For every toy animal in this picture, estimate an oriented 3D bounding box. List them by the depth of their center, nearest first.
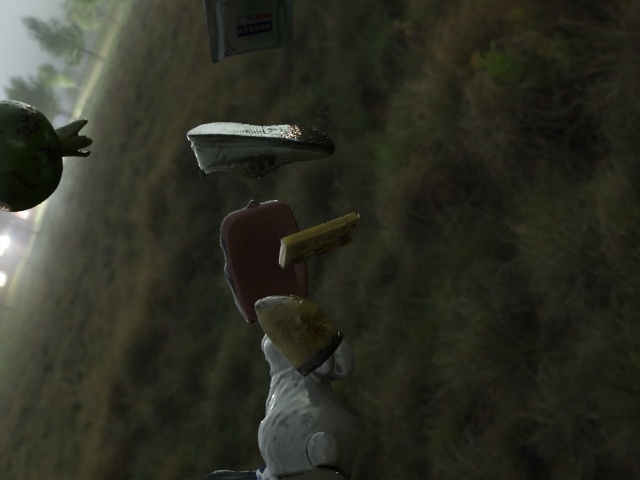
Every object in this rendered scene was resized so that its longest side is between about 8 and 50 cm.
[{"bbox_3d":[-0.027,0.307,1.850,0.258,0.194,0.357,-37,49,48],"label":"toy animal"}]

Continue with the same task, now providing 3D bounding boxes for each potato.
[{"bbox_3d":[-0.029,0.104,1.198,0.066,0.103,0.096,-41,12,16],"label":"potato"}]

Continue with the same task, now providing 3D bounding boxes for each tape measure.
[{"bbox_3d":[-0.124,0.589,2.282,0.215,0.351,0.098,-15,-72,-84],"label":"tape measure"}]

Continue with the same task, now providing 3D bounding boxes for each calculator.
[{"bbox_3d":[-0.141,0.051,2.422,0.048,0.220,0.330,-137,32,-65],"label":"calculator"}]

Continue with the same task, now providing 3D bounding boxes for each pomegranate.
[{"bbox_3d":[-0.556,-0.163,1.768,0.211,0.263,0.211,19,118,41],"label":"pomegranate"}]

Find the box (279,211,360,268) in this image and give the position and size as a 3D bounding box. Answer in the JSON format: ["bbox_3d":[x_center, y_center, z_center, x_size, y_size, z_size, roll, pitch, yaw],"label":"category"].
[{"bbox_3d":[0.000,0.000,1.610,0.020,0.149,0.073,58,157,29],"label":"box"}]

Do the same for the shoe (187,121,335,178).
[{"bbox_3d":[-0.107,-0.160,1.724,0.103,0.274,0.098,-54,-36,-59],"label":"shoe"}]

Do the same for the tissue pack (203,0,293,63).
[{"bbox_3d":[-0.131,-0.410,1.778,0.026,0.193,0.123,25,126,49],"label":"tissue pack"}]
